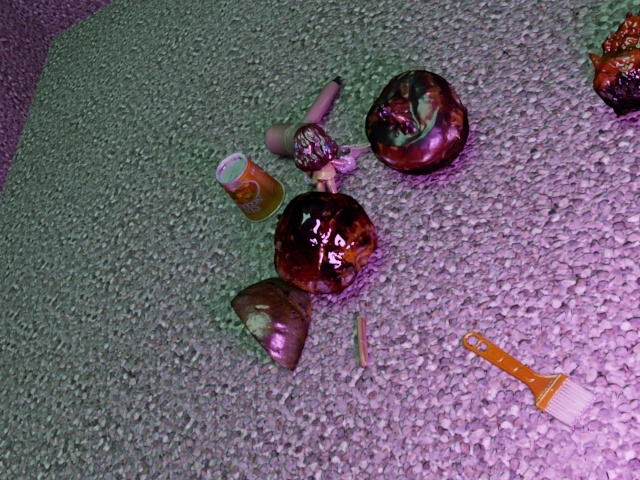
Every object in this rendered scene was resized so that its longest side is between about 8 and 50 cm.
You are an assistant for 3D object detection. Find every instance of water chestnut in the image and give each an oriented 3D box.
[{"bbox_3d":[0.000,0.000,1.727,0.289,0.289,0.244,-46,14,-2],"label":"water chestnut"},{"bbox_3d":[0.243,-0.321,1.760,0.300,0.300,0.299,-18,51,24],"label":"water chestnut"}]

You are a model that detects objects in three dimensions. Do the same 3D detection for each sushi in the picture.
[{"bbox_3d":[0.783,-0.447,1.512,0.343,0.182,0.196,-51,29,-8],"label":"sushi"}]

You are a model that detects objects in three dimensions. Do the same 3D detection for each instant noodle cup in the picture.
[{"bbox_3d":[-0.223,-0.173,2.035,0.169,0.185,0.168,-18,52,24],"label":"instant noodle cup"}]

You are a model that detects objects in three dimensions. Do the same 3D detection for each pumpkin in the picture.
[{"bbox_3d":[-0.123,0.176,1.755,0.169,0.148,0.312,-46,49,5],"label":"pumpkin"}]

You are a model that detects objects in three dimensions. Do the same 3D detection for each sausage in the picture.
[{"bbox_3d":[0.103,0.250,1.628,0.024,0.024,0.132,-20,49,22],"label":"sausage"}]

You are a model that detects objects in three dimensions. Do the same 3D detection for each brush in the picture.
[{"bbox_3d":[0.422,0.278,1.397,0.090,0.017,0.314,-49,45,-8],"label":"brush"}]

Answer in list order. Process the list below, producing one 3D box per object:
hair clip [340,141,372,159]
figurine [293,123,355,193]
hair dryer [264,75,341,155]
[{"bbox_3d":[0.162,-0.285,1.954,0.226,0.034,0.072,-18,55,22],"label":"hair clip"},{"bbox_3d":[-0.001,-0.225,1.934,0.175,0.239,0.116,-18,10,28],"label":"figurine"},{"bbox_3d":[-0.026,-0.414,2.147,0.190,0.106,0.344,8,56,40],"label":"hair dryer"}]
